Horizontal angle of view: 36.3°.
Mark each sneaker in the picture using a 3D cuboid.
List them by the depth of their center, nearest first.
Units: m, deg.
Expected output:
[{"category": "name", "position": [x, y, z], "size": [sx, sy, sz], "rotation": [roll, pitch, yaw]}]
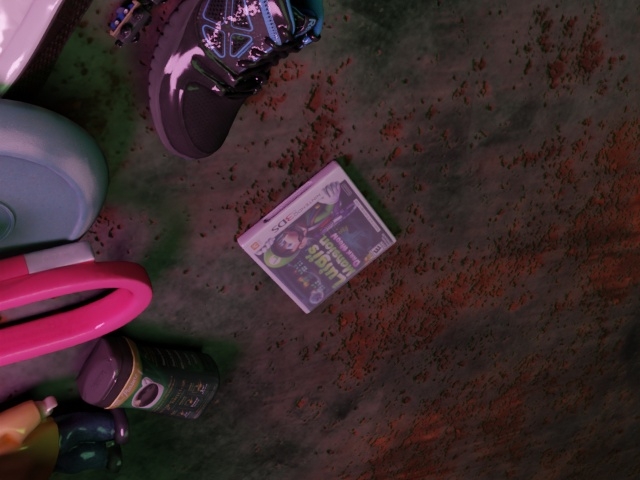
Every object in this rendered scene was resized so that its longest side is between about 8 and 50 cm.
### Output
[{"category": "sneaker", "position": [-0.334, -0.203, 0.980], "size": [0.123, 0.106, 0.290], "rotation": [41, 116, -3]}, {"category": "sneaker", "position": [-0.082, -0.222, 1.046], "size": [0.125, 0.140, 0.341], "rotation": [-24, 143, -54]}]

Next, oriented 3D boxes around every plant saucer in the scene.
[{"category": "plant saucer", "position": [-0.378, -0.029, 1.030], "size": [0.317, 0.043, 0.317], "rotation": [-15, 150, -9]}]

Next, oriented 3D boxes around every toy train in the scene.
[{"category": "toy train", "position": [-0.175, -0.275, 1.040], "size": [0.158, 0.036, 0.027], "rotation": [-51, 161, 9]}]

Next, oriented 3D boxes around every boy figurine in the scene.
[{"category": "boy figurine", "position": [-0.405, 0.283, 1.301], "size": [0.285, 0.092, 0.177], "rotation": [-2, 125, -29]}]

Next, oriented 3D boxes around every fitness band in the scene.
[{"category": "fitness band", "position": [-0.342, 0.085, 1.152], "size": [0.291, 0.054, 0.209], "rotation": [-14, 156, -20]}]

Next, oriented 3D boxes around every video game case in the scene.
[{"category": "video game case", "position": [0.000, 0.000, 1.374], "size": [0.173, 0.022, 0.190], "rotation": [-39, 135, 2]}]

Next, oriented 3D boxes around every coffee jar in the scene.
[{"category": "coffee jar", "position": [-0.236, 0.189, 1.338], "size": [0.184, 0.079, 0.096], "rotation": [19, 115, -41]}]
